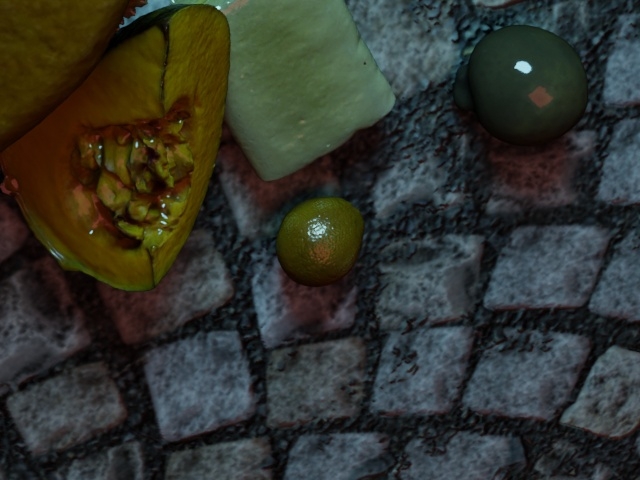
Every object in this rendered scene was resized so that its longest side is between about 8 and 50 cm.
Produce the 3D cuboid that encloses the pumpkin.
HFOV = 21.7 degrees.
[{"bbox_3d":[-0.163,-0.105,1.292,0.163,0.111,0.278,24,134,16],"label":"pumpkin"}]

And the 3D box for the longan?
[{"bbox_3d":[0.166,-0.131,1.412,0.119,0.106,0.106,-1,134,31],"label":"longan"}]

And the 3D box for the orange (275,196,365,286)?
[{"bbox_3d":[0.000,0.000,1.442,0.085,0.085,0.085,-10,124,-15],"label":"orange"}]

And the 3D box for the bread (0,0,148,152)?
[{"bbox_3d":[-0.284,-0.157,1.117,0.388,0.183,0.236,-34,139,26],"label":"bread"}]

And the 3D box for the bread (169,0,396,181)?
[{"bbox_3d":[-0.032,-0.145,1.342,0.139,0.060,0.178,-29,127,0],"label":"bread"}]
